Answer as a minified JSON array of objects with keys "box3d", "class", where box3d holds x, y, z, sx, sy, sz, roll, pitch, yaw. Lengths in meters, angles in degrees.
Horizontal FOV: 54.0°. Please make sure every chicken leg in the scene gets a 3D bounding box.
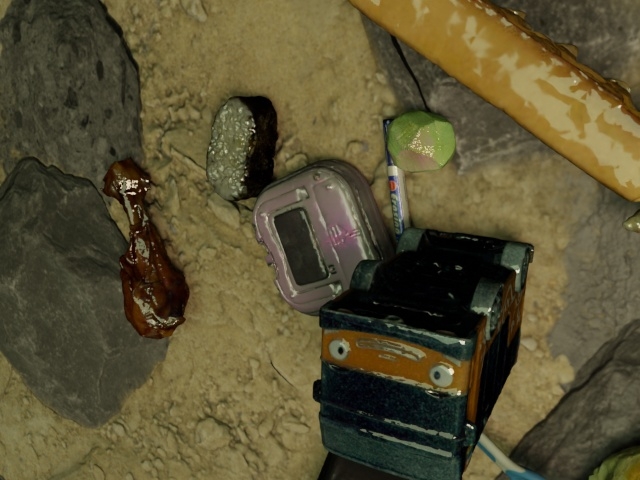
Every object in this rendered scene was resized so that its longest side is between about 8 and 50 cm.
[{"box3d":[-0.288,0.012,1.039,0.113,0.093,0.304,-13,87,12],"class":"chicken leg"}]

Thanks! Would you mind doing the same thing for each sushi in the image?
[{"box3d":[-0.112,-0.134,0.910,0.090,0.078,0.150,18,110,30],"class":"sushi"}]

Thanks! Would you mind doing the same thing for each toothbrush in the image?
[{"box3d":[0.264,0.298,0.781,0.386,0.040,0.040,42,119,36],"class":"toothbrush"}]

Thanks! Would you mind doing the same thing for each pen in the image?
[{"box3d":[0.105,-0.061,0.844,0.025,0.025,0.204,-4,99,28],"class":"pen"}]

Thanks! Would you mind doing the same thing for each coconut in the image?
[{"box3d":[0.124,-0.125,0.792,0.082,0.081,0.083,29,101,-19],"class":"coconut"}]

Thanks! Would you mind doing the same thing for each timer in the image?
[{"box3d":[0.000,0.000,0.889,0.191,0.069,0.208,-22,92,32],"class":"timer"}]

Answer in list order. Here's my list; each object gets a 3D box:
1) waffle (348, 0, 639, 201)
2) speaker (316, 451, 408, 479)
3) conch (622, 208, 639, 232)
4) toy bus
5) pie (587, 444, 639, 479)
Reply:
[{"box3d":[0.201,-0.171,0.613,0.348,0.304,0.077,41,117,16],"class":"waffle"},{"box3d":[0.022,0.479,0.920,0.180,0.184,0.388,27,112,20],"class":"speaker"},{"box3d":[0.422,-0.063,0.627,0.234,0.137,0.114,-38,57,20],"class":"conch"},{"box3d":[0.129,0.107,0.701,0.162,0.323,0.194,10,109,25],"class":"toy bus"},{"box3d":[0.430,0.365,0.710,0.257,0.105,0.274,-36,73,46],"class":"pie"}]
